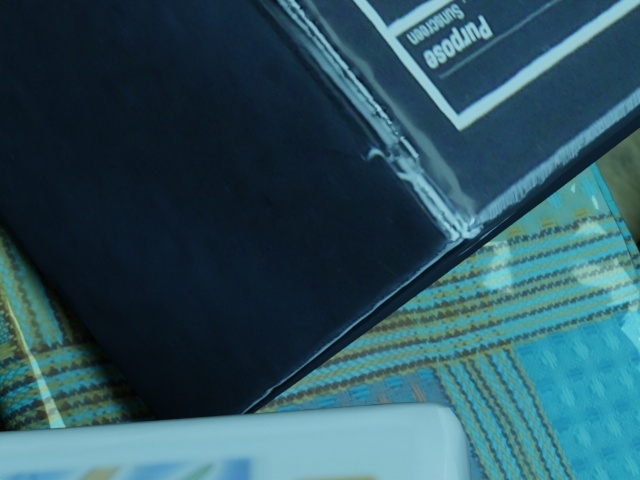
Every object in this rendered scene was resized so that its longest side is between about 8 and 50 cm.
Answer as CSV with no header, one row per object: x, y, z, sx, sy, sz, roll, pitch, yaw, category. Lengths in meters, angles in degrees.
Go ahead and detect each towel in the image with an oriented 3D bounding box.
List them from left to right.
0.000,0.000,0.676,0.271,0.040,0.370,-14,75,-37,towel

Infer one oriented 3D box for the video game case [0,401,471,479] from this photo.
-0.127,0.185,0.387,0.329,0.036,0.300,-5,63,7,video game case

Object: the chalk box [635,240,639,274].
0.287,-0.024,0.705,0.180,0.289,0.179,49,52,-2,chalk box

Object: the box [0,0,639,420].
0.000,-0.144,0.613,0.296,0.183,0.294,-35,84,-37,box
